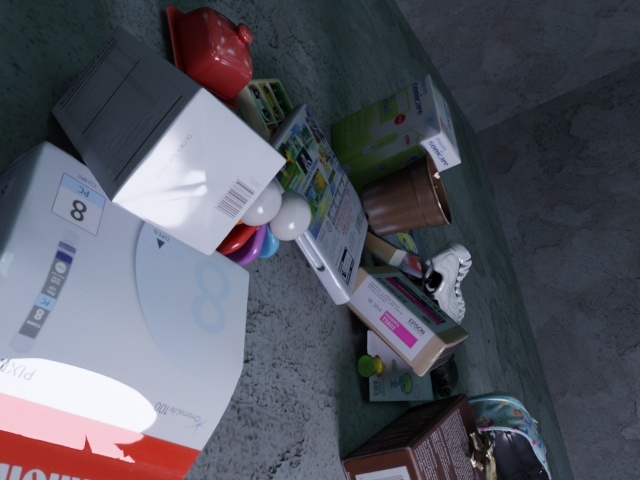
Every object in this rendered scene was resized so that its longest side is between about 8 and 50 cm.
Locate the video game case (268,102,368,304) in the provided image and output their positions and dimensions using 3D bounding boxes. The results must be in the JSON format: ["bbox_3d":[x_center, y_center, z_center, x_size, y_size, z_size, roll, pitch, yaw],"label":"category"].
[{"bbox_3d":[-0.003,-0.085,1.071,0.300,0.036,0.329,58,25,-21],"label":"video game case"}]

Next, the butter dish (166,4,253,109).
[{"bbox_3d":[-0.169,-0.332,0.949,0.160,0.118,0.160,18,55,-58],"label":"butter dish"}]

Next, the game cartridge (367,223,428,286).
[{"bbox_3d":[0.213,0.012,1.490,0.294,0.060,0.196,22,48,-56],"label":"game cartridge"}]

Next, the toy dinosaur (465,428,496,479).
[{"bbox_3d":[0.321,0.431,1.060,0.093,0.053,0.183,59,28,-23],"label":"toy dinosaur"}]

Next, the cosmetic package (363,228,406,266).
[{"bbox_3d":[0.135,0.014,1.276,0.115,0.041,0.060,33,9,29],"label":"cosmetic package"}]

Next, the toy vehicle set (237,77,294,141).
[{"bbox_3d":[-0.073,-0.198,1.122,0.267,0.035,0.166,64,26,-8],"label":"toy vehicle set"}]

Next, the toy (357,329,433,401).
[{"bbox_3d":[0.155,0.270,1.169,0.237,0.056,0.137,19,64,-50],"label":"toy"}]

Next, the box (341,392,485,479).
[{"bbox_3d":[0.200,0.434,1.042,0.381,0.143,0.191,3,67,-60],"label":"box"}]

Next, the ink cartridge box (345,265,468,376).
[{"bbox_3d":[0.176,0.157,1.151,0.234,0.088,0.193,43,16,22],"label":"ink cartridge box"}]

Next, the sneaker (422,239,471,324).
[{"bbox_3d":[0.328,0.141,1.504,0.118,0.110,0.292,-24,127,-28],"label":"sneaker"}]

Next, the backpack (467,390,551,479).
[{"bbox_3d":[0.401,0.469,1.294,0.253,0.225,0.191,53,28,-31],"label":"backpack"}]

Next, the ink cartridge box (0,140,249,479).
[{"bbox_3d":[-0.208,0.136,0.546,0.308,0.091,0.385,40,36,-43],"label":"ink cartridge box"}]

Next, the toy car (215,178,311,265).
[{"bbox_3d":[-0.117,-0.030,0.817,0.182,0.159,0.136,27,82,-54],"label":"toy car"}]

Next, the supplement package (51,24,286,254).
[{"bbox_3d":[-0.178,-0.120,0.619,0.244,0.139,0.134,43,4,42],"label":"supplement package"}]

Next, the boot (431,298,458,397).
[{"bbox_3d":[0.284,0.287,1.376,0.263,0.091,0.229,-30,103,-59],"label":"boot"}]

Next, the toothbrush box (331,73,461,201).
[{"bbox_3d":[0.176,-0.240,1.348,0.122,0.283,0.206,41,37,-43],"label":"toothbrush box"}]

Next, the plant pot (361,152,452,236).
[{"bbox_3d":[0.190,-0.090,1.237,0.167,0.165,0.167,50,31,-44],"label":"plant pot"}]
